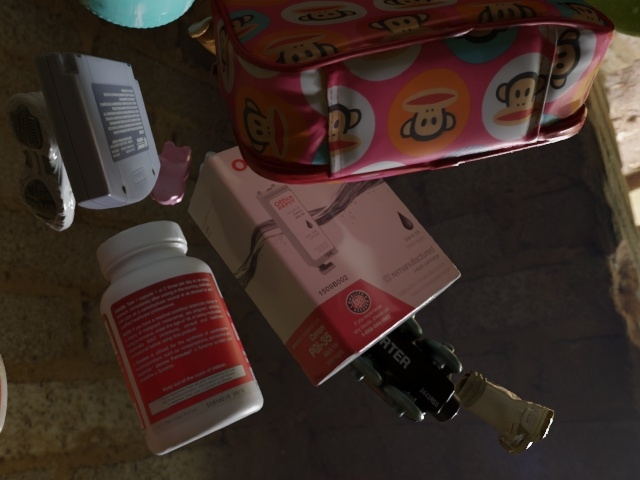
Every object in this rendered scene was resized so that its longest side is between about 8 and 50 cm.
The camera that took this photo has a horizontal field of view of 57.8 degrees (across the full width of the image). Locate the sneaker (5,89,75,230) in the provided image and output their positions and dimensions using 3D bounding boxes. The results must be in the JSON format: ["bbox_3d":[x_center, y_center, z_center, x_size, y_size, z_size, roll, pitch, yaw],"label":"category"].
[{"bbox_3d":[-0.381,-0.119,0.860,0.090,0.115,0.232,24,128,11],"label":"sneaker"}]

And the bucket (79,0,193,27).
[{"bbox_3d":[-0.300,-0.497,0.929,0.280,0.282,0.183,2,168,-22],"label":"bucket"}]

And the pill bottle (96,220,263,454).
[{"bbox_3d":[-0.288,0.180,1.135,0.228,0.408,0.229,-23,168,-5],"label":"pill bottle"}]

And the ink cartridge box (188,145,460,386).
[{"bbox_3d":[0.000,0.000,0.725,0.207,0.283,0.117,-29,165,-36],"label":"ink cartridge box"}]

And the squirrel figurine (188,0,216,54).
[{"bbox_3d":[-0.103,-0.498,1.281,0.370,0.397,0.281,-28,166,13],"label":"squirrel figurine"}]

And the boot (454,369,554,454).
[{"bbox_3d":[0.321,0.317,1.080,0.165,0.077,0.213,27,156,15],"label":"boot"}]

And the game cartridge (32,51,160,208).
[{"bbox_3d":[-0.291,-0.148,0.799,0.062,0.198,0.297,-8,-166,-2],"label":"game cartridge"}]

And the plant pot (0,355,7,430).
[{"bbox_3d":[-0.628,0.246,0.855,0.242,0.275,0.275,-4,165,-7],"label":"plant pot"}]

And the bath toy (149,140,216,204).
[{"bbox_3d":[-0.314,-0.130,1.280,0.347,0.152,0.129,18,135,-6],"label":"bath toy"}]

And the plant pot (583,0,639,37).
[{"bbox_3d":[0.388,-0.434,0.695,0.254,0.276,0.276,-51,147,16],"label":"plant pot"}]

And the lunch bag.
[{"bbox_3d":[0.055,-0.169,0.493,0.292,0.258,0.120,-10,131,-11],"label":"lunch bag"}]

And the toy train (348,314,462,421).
[{"bbox_3d":[0.082,0.162,0.943,0.334,0.142,0.190,44,165,-7],"label":"toy train"}]
